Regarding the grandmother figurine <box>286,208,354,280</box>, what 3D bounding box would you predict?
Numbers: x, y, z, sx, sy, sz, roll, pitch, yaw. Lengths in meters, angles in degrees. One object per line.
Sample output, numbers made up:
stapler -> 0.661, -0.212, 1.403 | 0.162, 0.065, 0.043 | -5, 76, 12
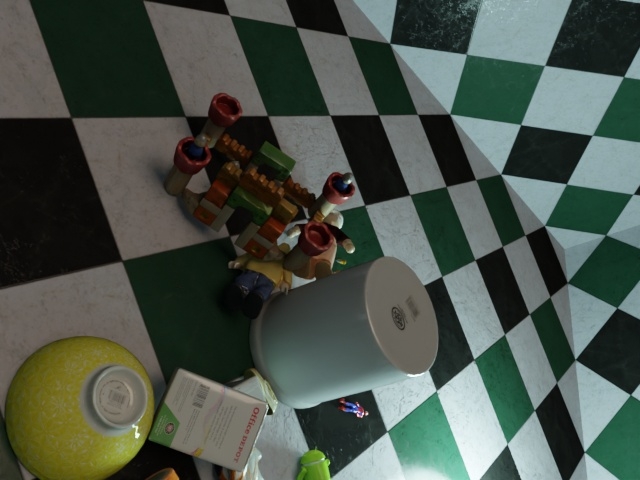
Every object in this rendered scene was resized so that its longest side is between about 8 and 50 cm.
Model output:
grandmother figurine -> 0.000, 0.000, 1.902 | 0.208, 0.104, 0.342 | 23, 31, 1

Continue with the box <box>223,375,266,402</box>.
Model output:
box -> -0.198, 0.380, 1.483 | 0.102, 0.101, 0.087 | -16, 84, -53

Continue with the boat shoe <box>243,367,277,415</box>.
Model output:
boat shoe -> -0.149, 0.375, 1.596 | 0.045, 0.050, 0.135 | -46, 118, -55

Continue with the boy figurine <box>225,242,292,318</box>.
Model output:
boy figurine -> -0.156, 0.087, 1.683 | 0.177, 0.092, 0.285 | 21, 29, 6

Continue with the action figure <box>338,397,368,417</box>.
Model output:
action figure -> 0.101, 0.495, 1.856 | 0.115, 0.030, 0.038 | 33, 43, -39

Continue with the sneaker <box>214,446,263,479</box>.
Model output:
sneaker -> -0.172, 0.580, 1.419 | 0.121, 0.099, 0.262 | 32, 49, -43

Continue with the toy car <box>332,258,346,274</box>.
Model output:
toy car -> 0.047, 0.104, 2.008 | 0.040, 0.060, 0.122 | 16, 24, 6

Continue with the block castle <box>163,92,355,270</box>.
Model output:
block castle -> -0.147, -0.158, 1.646 | 0.453, 0.213, 0.303 | 34, 45, -10

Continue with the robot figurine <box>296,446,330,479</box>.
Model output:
robot figurine -> -0.013, 0.593, 1.627 | 0.101, 0.067, 0.115 | -2, 72, -46

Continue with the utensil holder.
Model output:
utensil holder -> 0.061, 0.241, 1.644 | 0.327, 0.385, 0.327 | 26, 53, -40

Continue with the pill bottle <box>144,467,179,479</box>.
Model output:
pill bottle -> -0.277, 0.580, 1.256 | 0.130, 0.130, 0.246 | -31, 96, -53

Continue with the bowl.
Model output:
bowl -> -0.420, 0.310, 1.203 | 0.289, 0.156, 0.289 | 27, 52, -41

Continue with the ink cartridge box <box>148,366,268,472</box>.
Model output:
ink cartridge box -> -0.239, 0.380, 1.347 | 0.212, 0.093, 0.154 | 25, 74, -13
